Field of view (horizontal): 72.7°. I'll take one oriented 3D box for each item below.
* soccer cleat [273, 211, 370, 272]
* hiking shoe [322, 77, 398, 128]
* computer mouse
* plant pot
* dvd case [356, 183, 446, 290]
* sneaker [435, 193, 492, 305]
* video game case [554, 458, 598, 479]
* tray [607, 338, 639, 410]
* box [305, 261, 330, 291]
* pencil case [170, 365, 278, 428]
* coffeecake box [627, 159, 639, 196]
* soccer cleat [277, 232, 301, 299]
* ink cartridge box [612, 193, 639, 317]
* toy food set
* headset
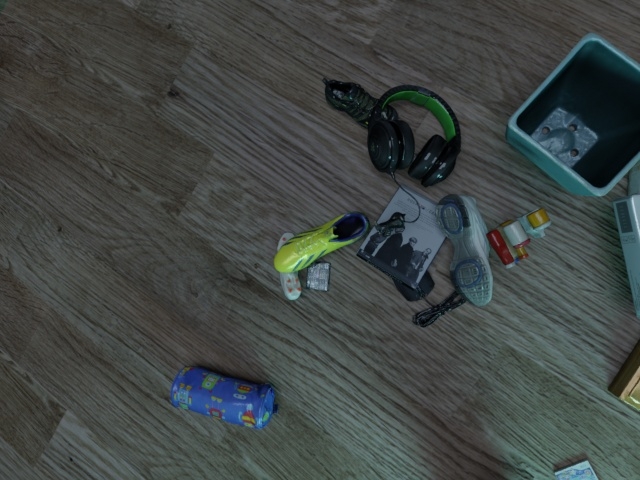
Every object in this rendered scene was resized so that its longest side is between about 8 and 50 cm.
[{"bbox_3d":[0.000,-0.001,1.182,0.288,0.121,0.094,-25,84,-3],"label":"soccer cleat"},{"bbox_3d":[0.104,-0.373,1.191,0.226,0.114,0.086,26,96,12],"label":"hiking shoe"},{"bbox_3d":[0.281,0.090,1.171,0.183,0.060,0.262,-29,83,12],"label":"computer mouse"},{"bbox_3d":[0.590,-0.256,1.003,0.247,0.252,0.248,43,99,11],"label":"plant pot"},{"bbox_3d":[0.232,-0.013,1.160,0.179,0.030,0.239,32,75,12],"label":"dvd case"},{"bbox_3d":[0.394,0.019,1.112,0.110,0.129,0.298,-6,99,49],"label":"sneaker"},{"bbox_3d":[0.662,0.626,1.097,0.087,0.011,0.122,-29,83,12],"label":"video game case"},{"bbox_3d":[0.894,0.244,1.016,0.202,0.076,0.411,30,95,12],"label":"tray"},{"bbox_3d":[-0.007,0.103,1.260,0.067,0.018,0.084,3,90,14],"label":"box"},{"bbox_3d":[-0.277,0.451,1.269,0.305,0.133,0.120,9,131,14],"label":"pencil case"},{"bbox_3d":[0.827,-0.108,1.039,0.142,0.068,0.186,3,90,13],"label":"coffeecake box"},{"bbox_3d":[-0.093,0.076,1.261,0.068,0.076,0.197,-1,72,-19],"label":"soccer cleat"},{"bbox_3d":[0.807,0.019,0.978,0.238,0.060,0.276,-9,86,-10],"label":"ink cartridge box"},{"bbox_3d":[0.474,0.002,1.032,0.111,0.232,0.105,-27,84,-2],"label":"toy food set"},{"bbox_3d":[0.223,-0.209,1.128,0.243,0.185,0.395,17,68,-10],"label":"headset"}]
